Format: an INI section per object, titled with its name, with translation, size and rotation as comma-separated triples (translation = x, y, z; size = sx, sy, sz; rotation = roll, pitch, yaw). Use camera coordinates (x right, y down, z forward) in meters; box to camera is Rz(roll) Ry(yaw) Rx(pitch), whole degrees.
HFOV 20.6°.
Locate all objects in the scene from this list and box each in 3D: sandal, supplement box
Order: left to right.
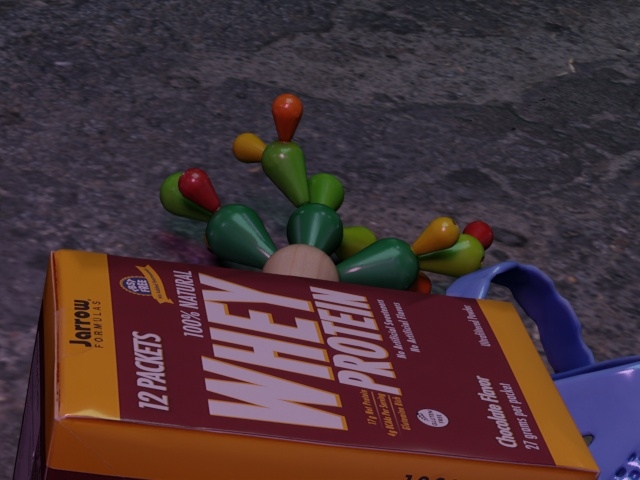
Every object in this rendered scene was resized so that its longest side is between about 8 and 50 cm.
[supplement box]
translation = -0.023, 0.126, 0.677
size = 0.191, 0.194, 0.129
rotation = 7, 24, -12
[sandal]
translation = 0.144, 0.115, 0.868
size = 0.317, 0.138, 0.126
rotation = 29, 26, 30

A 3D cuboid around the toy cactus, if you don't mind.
[toy cactus]
translation = 0.000, 0.000, 1.123
size = 0.219, 0.112, 0.180
rotation = 21, 33, -2
